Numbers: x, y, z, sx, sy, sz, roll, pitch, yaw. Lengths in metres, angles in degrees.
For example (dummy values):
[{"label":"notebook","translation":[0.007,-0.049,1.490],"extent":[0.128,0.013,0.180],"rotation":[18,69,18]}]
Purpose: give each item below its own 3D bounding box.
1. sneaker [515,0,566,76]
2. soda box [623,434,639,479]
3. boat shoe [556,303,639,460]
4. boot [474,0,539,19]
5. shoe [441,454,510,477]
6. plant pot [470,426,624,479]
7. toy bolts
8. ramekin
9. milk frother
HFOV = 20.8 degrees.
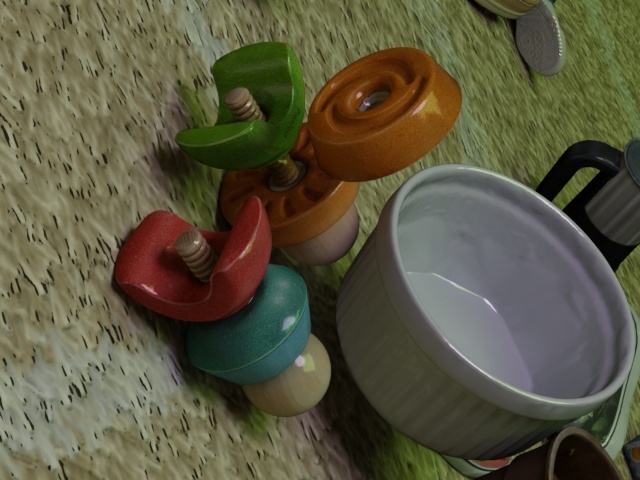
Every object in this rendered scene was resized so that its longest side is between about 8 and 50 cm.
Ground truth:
[{"label":"sneaker","translation":[0.243,-0.253,1.914],"extent":[0.085,0.058,0.152],"rotation":[-11,74,-55]},{"label":"soda box","translation":[0.375,0.215,1.809],"extent":[0.183,0.063,0.058],"rotation":[-10,80,-63]},{"label":"boat shoe","translation":[0.257,0.115,1.643],"extent":[0.070,0.078,0.219],"rotation":[55,31,-28]},{"label":"boot","translation":[0.208,-0.349,1.751],"extent":[0.262,0.203,0.095],"rotation":[48,34,-34]},{"label":"shoe","translation":[0.127,0.133,1.374],"extent":[0.178,0.081,0.063],"rotation":[39,38,-45]},{"label":"plant pot","translation":[0.124,0.230,1.201],"extent":[0.167,0.165,0.167],"rotation":[42,37,-43]},{"label":"toy bolts","translation":[0.000,0.000,1.127],"extent":[0.158,0.218,0.228],"rotation":[57,46,-36]},{"label":"ramekin","translation":[0.108,0.058,1.234],"extent":[0.207,0.109,0.207],"rotation":[22,42,-21]},{"label":"milk frother","translation":[0.285,-0.014,1.726],"extent":[0.129,0.134,0.143],"rotation":[14,49,-22]}]
